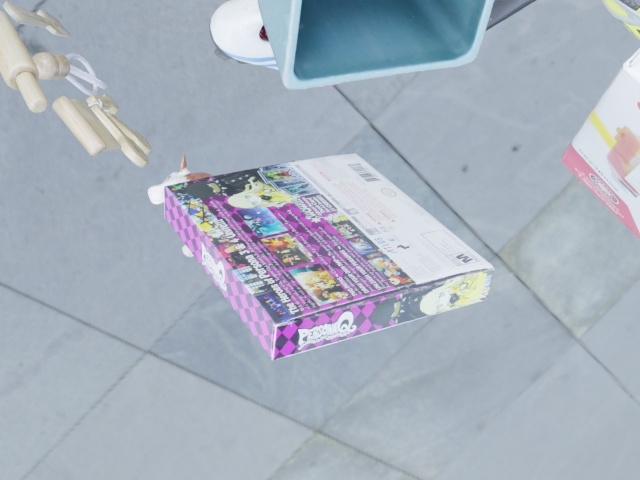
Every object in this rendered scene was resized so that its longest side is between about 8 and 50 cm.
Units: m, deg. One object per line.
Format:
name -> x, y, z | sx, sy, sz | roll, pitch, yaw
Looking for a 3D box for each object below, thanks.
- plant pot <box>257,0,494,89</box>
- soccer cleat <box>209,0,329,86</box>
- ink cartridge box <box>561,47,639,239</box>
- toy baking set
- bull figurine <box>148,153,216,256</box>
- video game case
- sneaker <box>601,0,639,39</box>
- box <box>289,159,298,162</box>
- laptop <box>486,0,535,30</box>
plant pot -> 0.045, -0.360, 0.984 | 0.247, 0.252, 0.247 | -11, 142, -18
soccer cleat -> -0.023, -0.323, 1.393 | 0.143, 0.116, 0.331 | -18, 169, 42
ink cartridge box -> 0.393, -0.067, 0.795 | 0.160, 0.279, 0.385 | -43, 170, 3
toy baking set -> -0.254, -0.158, 0.842 | 0.030, 0.256, 0.197 | -40, 155, 7
bull figurine -> -0.137, -0.030, 1.365 | 0.311, 0.188, 0.101 | 20, 120, 2
video game case -> 0.000, 0.000, 0.767 | 0.210, 0.232, 0.041 | -13, 126, -28
sneaker -> 0.602, -0.331, 1.348 | 0.145, 0.385, 0.147 | -47, 170, 6
box -> -0.031, -0.002, 1.096 | 0.158, 0.093, 0.156 | 30, 141, -33
laptop -> 0.153, -0.511, 1.404 | 0.408, 0.236, 0.382 | -26, 108, 41
